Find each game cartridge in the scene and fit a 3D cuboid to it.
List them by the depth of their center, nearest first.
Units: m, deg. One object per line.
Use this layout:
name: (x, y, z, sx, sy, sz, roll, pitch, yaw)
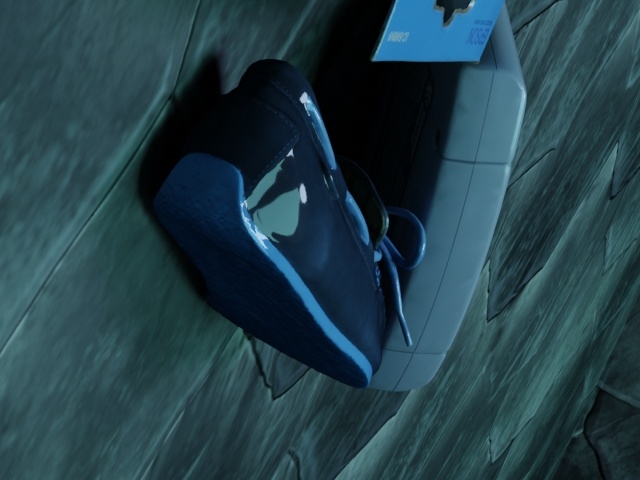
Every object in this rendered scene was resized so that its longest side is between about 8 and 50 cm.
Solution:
game cartridge: (0.074, -0.046, 1.348, 0.198, 0.062, 0.297, -102, -160, -45)

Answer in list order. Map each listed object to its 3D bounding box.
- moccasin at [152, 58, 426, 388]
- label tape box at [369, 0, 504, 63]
moccasin: (0.000, 0.000, 1.206, 0.116, 0.138, 0.342, -63, 167, -14)
label tape box: (0.086, -0.268, 1.062, 0.333, 0.106, 0.241, -65, 166, 12)
